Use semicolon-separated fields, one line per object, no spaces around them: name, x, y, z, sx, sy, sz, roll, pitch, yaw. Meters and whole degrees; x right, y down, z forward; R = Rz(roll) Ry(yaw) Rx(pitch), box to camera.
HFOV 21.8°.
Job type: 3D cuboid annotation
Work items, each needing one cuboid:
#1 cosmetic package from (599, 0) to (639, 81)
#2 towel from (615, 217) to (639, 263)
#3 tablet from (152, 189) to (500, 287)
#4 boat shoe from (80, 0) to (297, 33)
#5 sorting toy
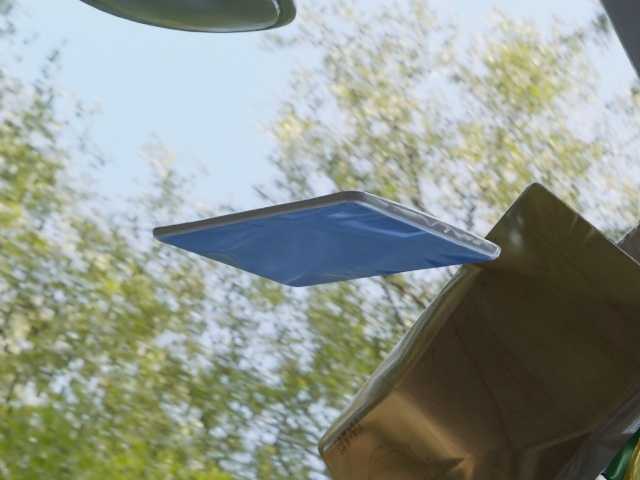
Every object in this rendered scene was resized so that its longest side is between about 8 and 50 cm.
cosmetic package;0.415;-0.363;1.528;0.329;0.393;0.327;-21;-72;27
towel;0.333;0.106;1.395;0.282;0.049;0.187;51;-57;12
tablet;0.000;0.000;0.436;0.083;0.054;0.006;-10;-114;48
boat shoe;-0.111;-0.200;0.863;0.127;0.340;0.113;-6;-104;31
sorting toy;0.139;0.119;1.116;0.255;0.089;0.257;-51;-156;7
